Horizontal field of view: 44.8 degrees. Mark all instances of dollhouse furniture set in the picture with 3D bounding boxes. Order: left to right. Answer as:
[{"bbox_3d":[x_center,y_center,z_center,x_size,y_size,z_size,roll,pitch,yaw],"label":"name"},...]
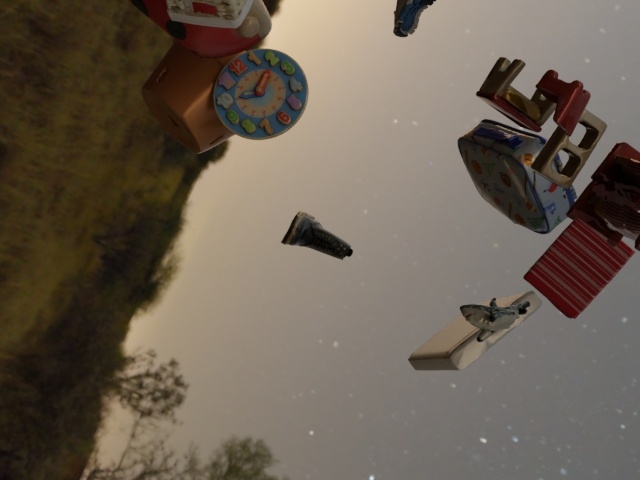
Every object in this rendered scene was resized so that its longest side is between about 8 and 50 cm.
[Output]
[{"bbox_3d":[0.410,-0.111,1.174,0.152,0.374,0.201,-59,-162,7],"label":"dollhouse furniture set"}]

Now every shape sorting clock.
[{"bbox_3d":[-0.128,-0.313,1.654,0.040,0.206,0.206,56,57,-73],"label":"shape sorting clock"}]

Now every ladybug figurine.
[{"bbox_3d":[-0.269,-0.482,1.484,0.162,0.305,0.449,-51,-127,6],"label":"ladybug figurine"}]

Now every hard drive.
[{"bbox_3d":[0.337,0.211,1.761,0.233,0.047,0.353,-37,177,-11],"label":"hard drive"}]

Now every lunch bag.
[{"bbox_3d":[0.450,-0.157,1.782,0.115,0.243,0.303,-34,-153,-10],"label":"lunch bag"}]

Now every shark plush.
[{"bbox_3d":[0.355,0.135,1.532,0.067,0.161,0.073,56,-25,35],"label":"shark plush"}]

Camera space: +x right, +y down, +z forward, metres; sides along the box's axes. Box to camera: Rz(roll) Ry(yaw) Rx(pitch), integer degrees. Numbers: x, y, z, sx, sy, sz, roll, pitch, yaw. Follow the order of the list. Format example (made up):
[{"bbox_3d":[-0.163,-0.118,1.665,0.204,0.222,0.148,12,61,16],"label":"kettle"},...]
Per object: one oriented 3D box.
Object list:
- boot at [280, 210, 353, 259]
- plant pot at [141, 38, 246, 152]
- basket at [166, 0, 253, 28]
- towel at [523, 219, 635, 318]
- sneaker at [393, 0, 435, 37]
[{"bbox_3d":[0.000,0.000,1.670,0.076,0.137,0.198,-58,174,16],"label":"boot"},{"bbox_3d":[-0.277,-0.342,1.823,0.203,0.291,0.291,-45,-173,-14],"label":"plant pot"},{"bbox_3d":[-0.150,-0.402,1.111,0.103,0.113,0.167,78,25,-57],"label":"basket"},{"bbox_3d":[0.761,0.074,2.300,0.274,0.199,0.031,-50,172,9],"label":"towel"},{"bbox_3d":[0.213,-0.563,1.799,0.190,0.072,0.082,132,-46,-55],"label":"sneaker"}]
